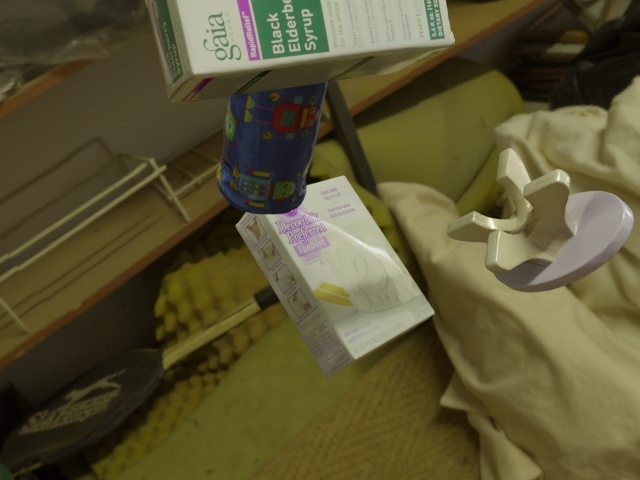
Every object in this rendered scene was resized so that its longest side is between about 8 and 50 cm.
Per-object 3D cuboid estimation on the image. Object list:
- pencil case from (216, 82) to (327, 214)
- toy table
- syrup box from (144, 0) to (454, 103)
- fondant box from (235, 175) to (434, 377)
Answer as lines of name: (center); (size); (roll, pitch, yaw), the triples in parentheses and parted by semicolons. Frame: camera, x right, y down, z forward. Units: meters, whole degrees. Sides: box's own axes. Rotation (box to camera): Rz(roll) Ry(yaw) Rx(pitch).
pencil case: (-0.055, -0.178, 0.723); (0.119, 0.306, 0.133); (-10, 46, -24)
toy table: (0.368, -0.028, 1.066); (0.274, 0.161, 0.252); (-40, 28, 41)
syrup box: (-0.016, -0.184, 0.511); (0.237, 0.093, 0.096); (-15, 6, -26)
fondant box: (0.030, 0.054, 1.139); (0.238, 0.330, 0.096); (-20, -19, -43)
